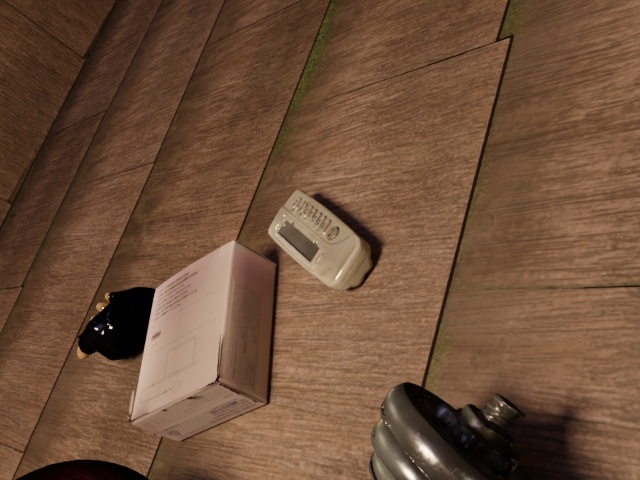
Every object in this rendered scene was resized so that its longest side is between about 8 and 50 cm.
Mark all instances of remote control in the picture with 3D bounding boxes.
[{"bbox_3d":[-0.001,-0.001,1.090,0.090,0.049,0.230,-57,34,5],"label":"remote control"}]

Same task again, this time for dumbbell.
[{"bbox_3d":[0.044,0.302,0.675,0.406,0.179,0.179,-52,34,5],"label":"dumbbell"}]

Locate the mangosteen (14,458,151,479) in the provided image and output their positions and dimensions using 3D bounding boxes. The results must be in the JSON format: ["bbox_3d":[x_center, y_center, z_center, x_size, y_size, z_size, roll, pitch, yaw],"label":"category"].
[{"bbox_3d":[-0.276,0.430,0.876,0.347,0.307,0.307,33,89,27],"label":"mangosteen"}]

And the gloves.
[{"bbox_3d":[-0.376,0.157,1.375,0.164,0.124,0.203,-40,-2,-28],"label":"gloves"}]

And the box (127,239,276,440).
[{"bbox_3d":[-0.176,0.153,1.133,0.203,0.106,0.252,-31,42,34],"label":"box"}]
